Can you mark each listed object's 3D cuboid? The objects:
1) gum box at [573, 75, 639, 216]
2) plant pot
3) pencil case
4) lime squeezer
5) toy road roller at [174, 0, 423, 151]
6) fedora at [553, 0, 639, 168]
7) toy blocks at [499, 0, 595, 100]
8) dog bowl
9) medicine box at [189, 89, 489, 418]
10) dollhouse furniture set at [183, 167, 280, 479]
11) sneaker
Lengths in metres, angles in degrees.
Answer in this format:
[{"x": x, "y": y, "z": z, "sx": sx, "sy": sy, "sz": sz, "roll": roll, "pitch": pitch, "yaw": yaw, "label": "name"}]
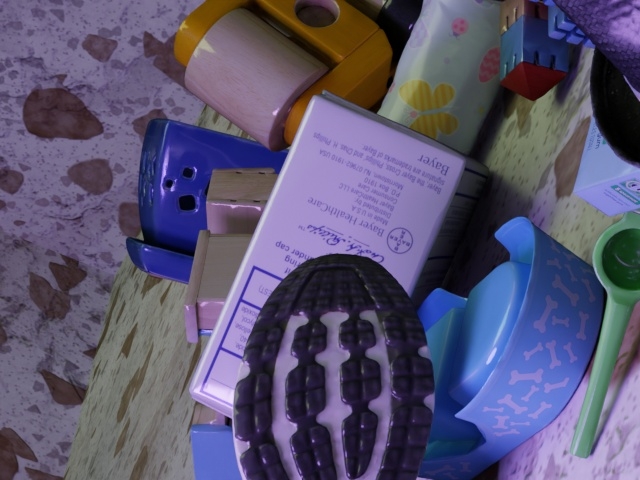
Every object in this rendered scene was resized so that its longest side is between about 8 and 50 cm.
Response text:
[{"x": 0.262, "y": -0.109, "z": 1.291, "sx": 0.184, "sy": 0.041, "sz": 0.157, "roll": -19, "pitch": 47, "yaw": 51, "label": "gum box"}, {"x": -0.140, "y": -0.038, "z": 2.637, "sx": 0.236, "sy": 0.236, "sz": 0.212, "roll": -170, "pitch": 95, "yaw": -78, "label": "plant pot"}, {"x": 0.112, "y": -0.126, "z": 1.937, "sx": 0.124, "sy": 0.113, "sz": 0.273, "roll": -9, "pitch": -57, "yaw": -82, "label": "pencil case"}, {"x": 0.218, "y": -0.003, "z": 1.381, "sx": 0.110, "sy": 0.059, "sz": 0.310, "roll": 134, "pitch": 154, "yaw": -60, "label": "lime squeezer"}, {"x": -0.009, "y": -0.206, "z": 2.285, "sx": 0.329, "sy": 0.202, "sz": 0.240, "roll": -42, "pitch": -21, "yaw": -31, "label": "toy road roller"}, {"x": 0.251, "y": -0.211, "z": 1.198, "sx": 0.334, "sy": 0.152, "sz": 0.334, "roll": -40, "pitch": 32, "yaw": 32, "label": "fedora"}, {"x": 0.223, "y": -0.292, "z": 1.672, "sx": 0.381, "sy": 0.190, "sz": 0.261, "roll": 137, "pitch": 141, "yaw": -59, "label": "toy blocks"}, {"x": 0.131, "y": 0.099, "z": 1.539, "sx": 0.297, "sy": 0.074, "sz": 0.166, "roll": 130, "pitch": 159, "yaw": -57, "label": "dog bowl"}, {"x": 0.025, "y": 0.031, "z": 1.758, "sx": 0.289, "sy": 0.149, "sz": 0.263, "roll": -66, "pitch": -9, "yaw": 4, "label": "medicine box"}, {"x": -0.026, "y": 0.124, "z": 2.081, "sx": 0.286, "sy": 0.198, "sz": 0.303, "roll": -83, "pitch": -7, "yaw": -55, "label": "dollhouse furniture set"}, {"x": 0.005, "y": 0.217, "z": 1.512, "sx": 0.182, "sy": 0.158, "sz": 0.410, "roll": 117, "pitch": 153, "yaw": -79, "label": "sneaker"}]
